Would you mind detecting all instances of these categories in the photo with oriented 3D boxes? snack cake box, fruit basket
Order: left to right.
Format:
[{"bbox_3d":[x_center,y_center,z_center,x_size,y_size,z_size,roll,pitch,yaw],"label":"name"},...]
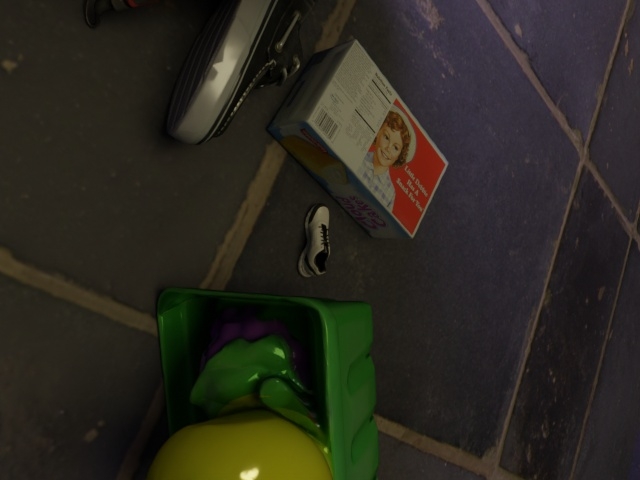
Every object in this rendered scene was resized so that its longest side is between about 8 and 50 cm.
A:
[{"bbox_3d":[-0.081,0.237,0.558,0.392,0.283,0.392,-2,92,-55],"label":"fruit basket"},{"bbox_3d":[0.066,-0.137,0.794,0.264,0.089,0.152,43,64,-34],"label":"snack cake box"}]

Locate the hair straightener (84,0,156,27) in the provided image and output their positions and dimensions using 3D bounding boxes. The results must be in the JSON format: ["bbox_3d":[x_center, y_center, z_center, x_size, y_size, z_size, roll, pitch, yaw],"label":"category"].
[{"bbox_3d":[-0.146,-0.285,0.581,0.230,0.089,0.047,-22,136,0],"label":"hair straightener"}]

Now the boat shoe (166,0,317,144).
[{"bbox_3d":[-0.067,-0.244,0.651,0.119,0.121,0.335,34,69,-32],"label":"boat shoe"}]

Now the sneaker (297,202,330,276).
[{"bbox_3d":[0.000,0.000,0.775,0.040,0.044,0.109,13,83,-38],"label":"sneaker"}]
